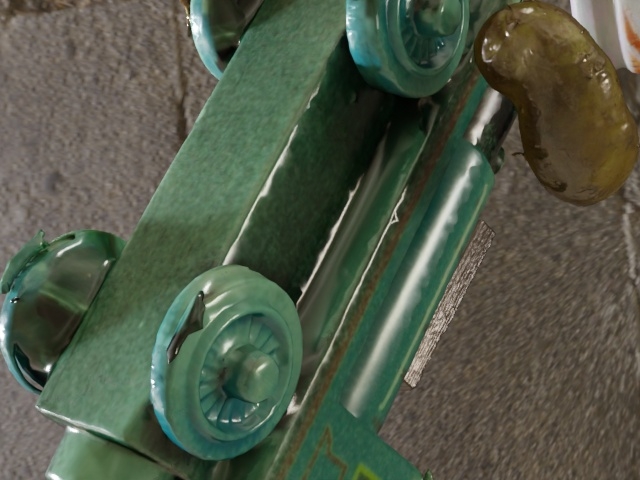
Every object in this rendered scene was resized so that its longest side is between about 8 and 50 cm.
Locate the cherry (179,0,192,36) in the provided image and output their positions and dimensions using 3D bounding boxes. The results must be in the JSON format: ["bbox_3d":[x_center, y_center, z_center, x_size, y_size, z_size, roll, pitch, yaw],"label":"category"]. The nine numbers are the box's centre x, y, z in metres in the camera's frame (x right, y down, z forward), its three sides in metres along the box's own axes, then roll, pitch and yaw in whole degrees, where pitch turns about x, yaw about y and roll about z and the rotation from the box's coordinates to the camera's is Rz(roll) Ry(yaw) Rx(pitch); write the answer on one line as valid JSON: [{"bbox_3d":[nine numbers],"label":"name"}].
[{"bbox_3d":[-0.006,-0.224,0.706,0.225,0.107,0.090,-41,73,-18],"label":"cherry"}]

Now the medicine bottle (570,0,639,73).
[{"bbox_3d":[0.398,-0.265,1.008,0.315,0.202,0.202,-4,90,22],"label":"medicine bottle"}]

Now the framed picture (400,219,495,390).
[{"bbox_3d":[0.073,0.059,0.976,0.023,0.128,0.168,43,62,-22],"label":"framed picture"}]

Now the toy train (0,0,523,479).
[{"bbox_3d":[0.000,0.000,0.479,0.120,0.194,0.298,11,66,40],"label":"toy train"}]

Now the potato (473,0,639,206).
[{"bbox_3d":[0.094,-0.053,0.424,0.045,0.046,0.092,-36,111,-13],"label":"potato"}]
